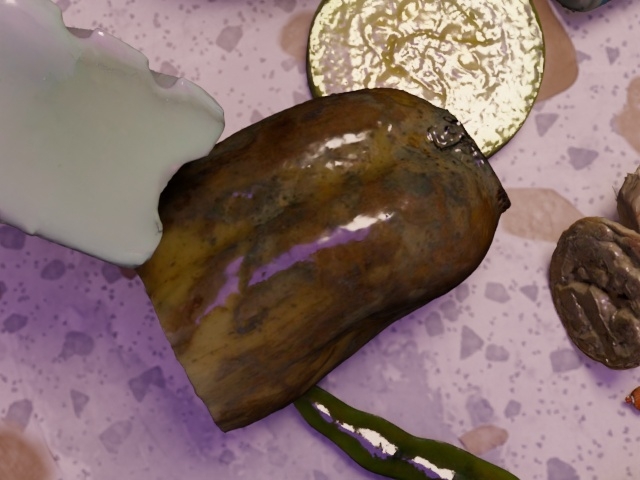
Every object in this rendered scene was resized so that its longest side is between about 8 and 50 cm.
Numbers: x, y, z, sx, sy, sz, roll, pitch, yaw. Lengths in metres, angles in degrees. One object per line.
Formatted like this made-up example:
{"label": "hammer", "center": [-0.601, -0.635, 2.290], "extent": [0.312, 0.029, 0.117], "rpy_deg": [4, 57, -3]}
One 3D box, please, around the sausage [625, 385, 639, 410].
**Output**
{"label": "sausage", "center": [0.362, 0.159, 0.889], "extent": [0.107, 0.031, 0.031], "rpy_deg": [-3, 82, 2]}

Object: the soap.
{"label": "soap", "center": [-0.289, -0.141, 0.777], "extent": [0.261, 0.446, 0.156], "rpy_deg": [26, 93, -31]}

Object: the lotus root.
{"label": "lotus root", "center": [0.000, 0.000, 0.816], "extent": [0.346, 0.250, 0.250], "rpy_deg": [-28, 83, 0]}

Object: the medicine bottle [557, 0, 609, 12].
{"label": "medicine bottle", "center": [0.313, -0.328, 0.904], "extent": [0.168, 0.135, 0.135], "rpy_deg": [-28, 83, -2]}

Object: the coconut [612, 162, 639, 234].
{"label": "coconut", "center": [0.395, -0.012, 0.840], "extent": [0.194, 0.194, 0.194], "rpy_deg": [0, 82, 1]}

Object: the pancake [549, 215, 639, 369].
{"label": "pancake", "center": [0.279, 0.052, 0.848], "extent": [0.028, 0.158, 0.158], "rpy_deg": [-16, 82, -26]}

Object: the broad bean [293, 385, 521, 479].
{"label": "broad bean", "center": [0.072, 0.209, 0.882], "extent": [0.297, 0.043, 0.060], "rpy_deg": [25, 74, 5]}

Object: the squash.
{"label": "squash", "center": [0.110, -0.191, 0.932], "extent": [0.252, 0.049, 0.252], "rpy_deg": [0, 83, 1]}
